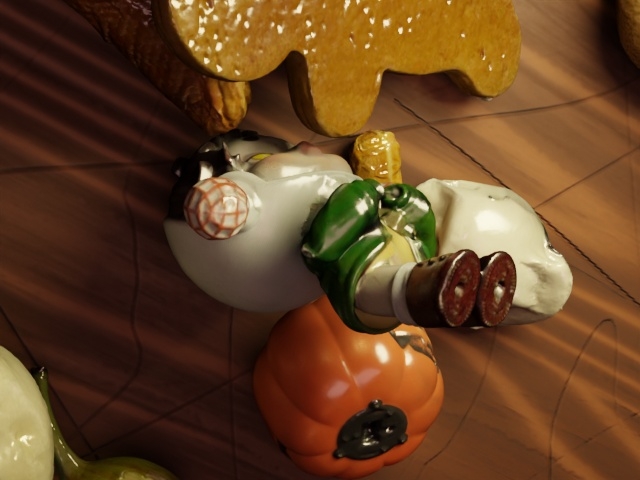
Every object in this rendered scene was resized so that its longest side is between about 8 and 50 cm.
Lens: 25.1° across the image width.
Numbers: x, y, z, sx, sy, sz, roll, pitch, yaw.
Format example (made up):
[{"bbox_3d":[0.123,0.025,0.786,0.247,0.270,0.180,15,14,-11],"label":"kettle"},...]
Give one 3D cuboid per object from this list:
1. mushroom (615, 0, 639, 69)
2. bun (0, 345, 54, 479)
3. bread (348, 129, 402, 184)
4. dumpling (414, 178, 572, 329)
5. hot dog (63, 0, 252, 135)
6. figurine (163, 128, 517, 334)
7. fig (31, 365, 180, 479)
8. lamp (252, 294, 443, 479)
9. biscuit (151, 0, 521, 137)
[{"bbox_3d":[0.427,-0.246,1.418,0.297,0.163,0.278,5,95,-15],"label":"mushroom"},{"bbox_3d":[-0.410,0.238,1.291,0.362,0.234,0.326,-21,109,6],"label":"bun"},{"bbox_3d":[0.060,-0.034,1.440,0.052,0.044,0.157,-13,109,-17],"label":"bread"},{"bbox_3d":[0.164,0.022,1.463,0.176,0.092,0.150,24,112,-24],"label":"dumpling"},{"bbox_3d":[-0.145,-0.196,1.285,0.227,0.160,0.099,40,97,-25],"label":"hot dog"},{"bbox_3d":[0.000,0.000,1.291,0.281,0.370,0.167,0,104,-48],"label":"figurine"},{"bbox_3d":[-0.224,0.235,1.405,0.149,0.149,0.245,-32,99,-4],"label":"fig"},{"bbox_3d":[0.023,0.136,1.420,0.188,0.164,0.187,-15,132,-17],"label":"lamp"},{"bbox_3d":[0.019,-0.236,1.281,0.432,0.064,0.283,-16,110,-40],"label":"biscuit"}]
